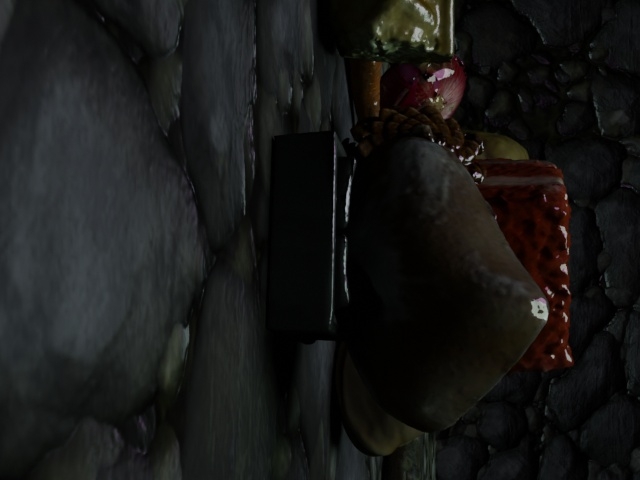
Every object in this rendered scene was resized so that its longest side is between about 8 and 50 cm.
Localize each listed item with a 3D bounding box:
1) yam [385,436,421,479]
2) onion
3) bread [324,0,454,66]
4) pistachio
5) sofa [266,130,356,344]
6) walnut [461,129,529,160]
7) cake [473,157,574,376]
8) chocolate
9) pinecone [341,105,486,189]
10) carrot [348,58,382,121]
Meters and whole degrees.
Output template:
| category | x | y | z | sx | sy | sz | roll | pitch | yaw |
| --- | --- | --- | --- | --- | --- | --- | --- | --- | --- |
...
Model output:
| category | x | y | z | sx | sy | sz | roll | pitch | yaw |
| --- | --- | --- | --- | --- | --- | --- | --- | --- | --- |
| yam | 0.121 | 0.357 | 1.341 | 0.274 | 0.061 | 0.061 | -82 | 167 | -49 |
| onion | 0.118 | -0.222 | 1.281 | 0.140 | 0.150 | 0.150 | 52 | -7 | 26 |
| bread | 0.065 | -0.306 | 0.903 | 0.152 | 0.130 | 0.268 | -27 | 114 | -74 |
| pistachio | 0.063 | 0.146 | 0.938 | 0.113 | 0.113 | 0.149 | 72 | 4 | -59 |
| sofa | 0.000 | 0.000 | 0.682 | 0.085 | 0.060 | 0.147 | 56 | 34 | -73 |
| walnut | 0.271 | -0.049 | 1.610 | 0.277 | 0.253 | 0.282 | -165 | -102 | -68 |
| cake | 0.219 | 0.025 | 1.332 | 0.319 | 0.269 | 0.270 | -60 | 147 | -69 |
| chocolate | 0.055 | 0.017 | 0.710 | 0.157 | 0.080 | 0.254 | -52 | -146 | 24 |
| pinecone | 0.086 | -0.056 | 0.957 | 0.173 | 0.173 | 0.173 | -1 | 90 | -80 |
| carrot | 0.051 | -0.194 | 1.060 | 0.047 | 0.047 | 0.191 | -78 | 168 | -52 |
